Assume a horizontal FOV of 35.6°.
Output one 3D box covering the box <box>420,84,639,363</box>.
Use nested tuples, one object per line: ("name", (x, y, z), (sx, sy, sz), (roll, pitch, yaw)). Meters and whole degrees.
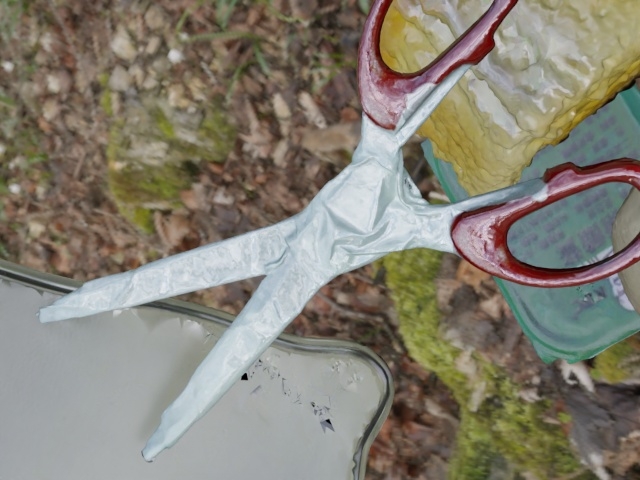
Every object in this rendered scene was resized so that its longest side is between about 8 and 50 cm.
("box", (0.292, -0.059, 1.111), (0.264, 0.106, 0.336), (-37, 75, 40))

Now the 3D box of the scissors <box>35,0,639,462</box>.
("scissors", (0.000, 0.000, 0.402), (0.248, 0.017, 0.144), (-33, 95, 16))

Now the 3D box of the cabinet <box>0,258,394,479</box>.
("cabinet", (-0.126, 0.184, 0.623), (0.318, 0.228, 0.289), (154, 130, -77))

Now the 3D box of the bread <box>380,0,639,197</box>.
("bread", (0.135, -0.165, 0.704), (0.262, 0.163, 0.204), (-47, 72, 28))

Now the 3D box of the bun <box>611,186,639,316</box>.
("bun", (0.353, -0.018, 0.715), (0.205, 0.281, 0.281), (32, 96, 45))
